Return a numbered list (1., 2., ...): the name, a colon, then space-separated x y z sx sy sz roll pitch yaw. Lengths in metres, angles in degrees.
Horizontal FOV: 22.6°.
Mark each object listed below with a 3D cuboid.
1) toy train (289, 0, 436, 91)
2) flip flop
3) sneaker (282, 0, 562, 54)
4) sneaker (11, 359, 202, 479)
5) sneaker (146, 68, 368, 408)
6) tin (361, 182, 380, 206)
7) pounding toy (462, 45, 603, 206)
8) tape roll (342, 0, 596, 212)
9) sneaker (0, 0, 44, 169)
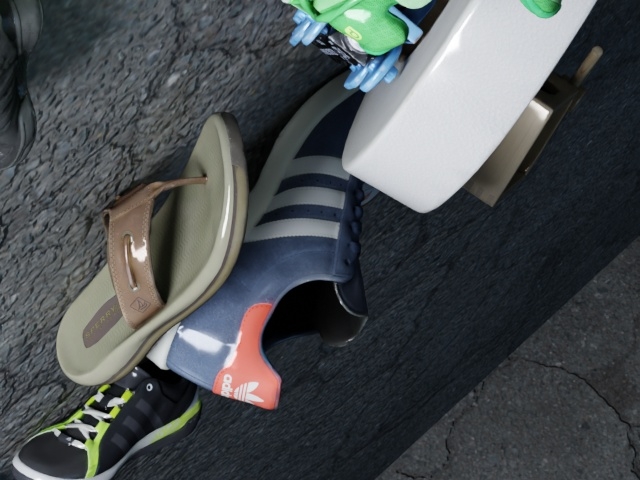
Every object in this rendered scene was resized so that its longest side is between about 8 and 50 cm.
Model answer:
1. toy train: 0.035 -0.168 1.163 0.105 0.080 0.184 -52 -171 1
2. flip flop: -0.141 0.012 1.229 0.080 0.112 0.277 17 132 -34
3. sneaker: 0.007 -0.163 0.886 0.109 0.295 0.123 -102 -167 -73
4. sneaker: -0.197 0.156 1.492 0.235 0.084 0.097 -28 132 -51
5. sneaker: 0.000 0.000 1.375 0.350 0.148 0.131 -54 167 -25
6. tin: 0.061 -0.100 1.565 0.106 0.040 0.189 -19 149 -51
7. pounding toy: 0.223 -0.157 1.754 0.181 0.094 0.206 -60 169 25
8. tape roll: 0.139 -0.203 1.165 0.392 0.072 0.392 -60 -173 11
9. sneaker: -0.202 -0.091 0.891 0.089 0.051 0.170 -34 155 -37
